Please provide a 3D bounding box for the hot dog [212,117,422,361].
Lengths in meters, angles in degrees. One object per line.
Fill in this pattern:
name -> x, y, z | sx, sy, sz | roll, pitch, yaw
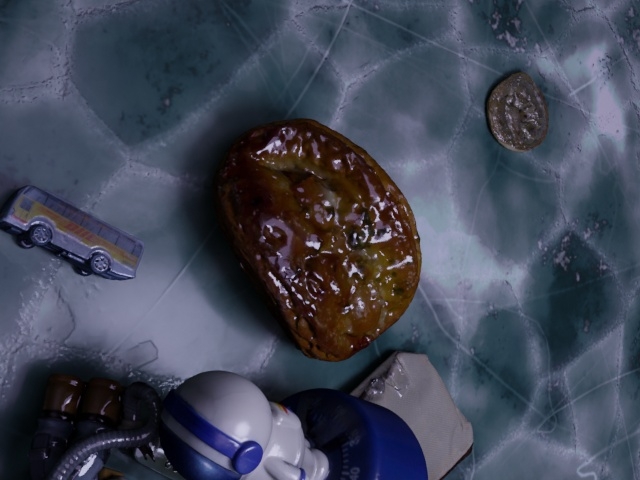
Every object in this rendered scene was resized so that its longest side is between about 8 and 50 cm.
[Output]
hot dog -> 0.000, 0.000, 1.262 | 0.267, 0.174, 0.387 | -39, 111, -24

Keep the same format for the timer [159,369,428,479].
timer -> -0.061, 0.283, 1.100 | 0.383, 0.270, 0.270 | 40, 69, -43

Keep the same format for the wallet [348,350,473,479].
wallet -> 0.123, 0.349, 1.414 | 0.335, 0.068, 0.274 | -36, 113, -34

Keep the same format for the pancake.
pancake -> 0.374, -0.239, 1.592 | 0.158, 0.028, 0.158 | 2, 86, -32

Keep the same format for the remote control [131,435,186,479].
remote control -> -0.176, 0.326, 1.228 | 0.222, 0.042, 0.072 | 32, 74, -30

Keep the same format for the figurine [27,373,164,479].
figurine -> -0.328, 0.365, 1.035 | 0.186, 0.261, 0.381 | 60, 34, -56

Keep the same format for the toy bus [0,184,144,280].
toy bus -> -0.328, -0.006, 1.116 | 0.191, 0.064, 0.075 | 31, 68, -29
